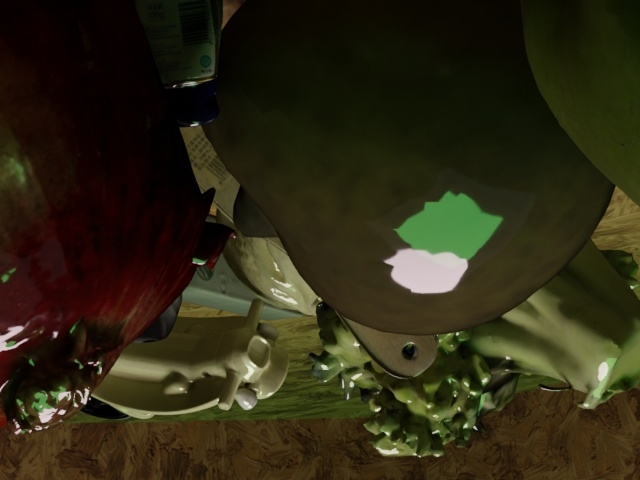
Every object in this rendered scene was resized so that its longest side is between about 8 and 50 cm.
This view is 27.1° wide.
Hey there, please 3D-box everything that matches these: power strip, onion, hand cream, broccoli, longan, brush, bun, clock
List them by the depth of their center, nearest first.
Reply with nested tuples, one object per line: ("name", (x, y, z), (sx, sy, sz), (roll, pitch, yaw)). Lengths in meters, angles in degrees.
("onion", (-0.236, -0.032, 0.754), (0.341, 0.341, 0.341), (-7, 166, -2))
("hand cream", (-0.088, -0.145, 0.775), (0.062, 0.163, 0.039), (-5, -152, 4))
("longan", (0.059, -0.068, 0.886), (0.300, 0.243, 0.300), (13, 137, 12))
("brush", (-0.027, -0.022, 1.028), (0.070, 0.327, 0.065), (-42, -169, 6))
("broccoli", (0.174, 0.031, 1.147), (0.293, 0.281, 0.347), (-1, 123, -40))
("clock", (-0.185, 0.065, 1.252), (0.276, 0.120, 0.379), (3, 146, 21))
("bun", (0.000, 0.000, 1.329), (0.244, 0.153, 0.244), (-3, 166, -1))
("power strip", (-0.131, 0.024, 1.466), (0.062, 0.091, 0.385), (-12, 165, 26))

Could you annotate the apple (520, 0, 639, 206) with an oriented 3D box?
("apple", (0.253, -0.132, 0.548), (0.357, 0.357, 0.357), (-7, 166, -2))
